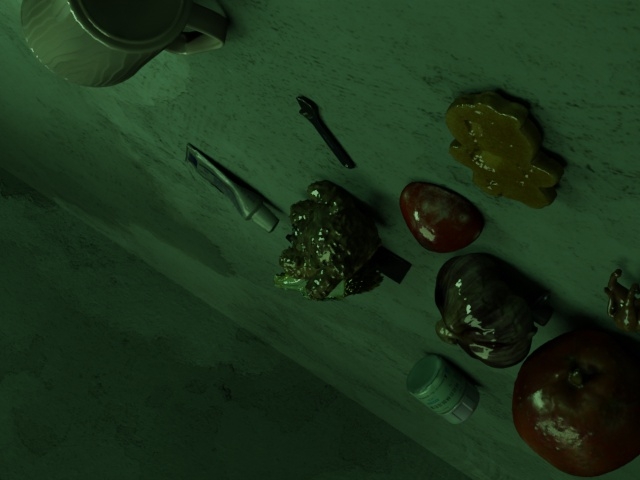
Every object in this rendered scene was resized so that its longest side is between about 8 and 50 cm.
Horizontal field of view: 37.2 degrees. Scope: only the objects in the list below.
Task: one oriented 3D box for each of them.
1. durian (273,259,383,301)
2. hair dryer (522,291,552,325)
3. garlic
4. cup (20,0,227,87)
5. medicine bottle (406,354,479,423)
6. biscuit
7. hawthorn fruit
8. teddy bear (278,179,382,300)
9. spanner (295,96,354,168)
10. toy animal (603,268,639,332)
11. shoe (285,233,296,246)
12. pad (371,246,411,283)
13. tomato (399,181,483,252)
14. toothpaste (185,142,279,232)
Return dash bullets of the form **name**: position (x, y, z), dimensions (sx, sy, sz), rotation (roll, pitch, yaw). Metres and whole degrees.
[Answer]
- **durian**: position (0.026, 0.080, 2.162), dimensions (0.306, 0.166, 0.172), rotation (0, 148, 47)
- **hair dryer**: position (0.424, 0.123, 1.820), dimensions (0.063, 0.037, 0.114), rotation (31, 156, 6)
- **garlic**: position (0.299, 0.143, 1.826), dimensions (0.245, 0.160, 0.245), rotation (59, 168, 21)
- **cup**: position (-0.318, -0.351, 1.529), dimensions (0.288, 0.208, 0.273), rotation (40, 160, -20)
- **medicine bottle**: position (0.338, 0.409, 2.605), dimensions (0.168, 0.135, 0.135), rotation (40, 162, -22)
- **biscuit**: position (0.262, -0.134, 1.378), dimensions (0.184, 0.035, 0.249), rotation (19, 158, 37)
- **hawthorn fruit**: position (0.494, 0.298, 1.784), dimensions (0.275, 0.275, 0.300), rotation (22, 162, 31)
- **teddy bear**: position (-0.009, -0.001, 1.930), dimensions (0.296, 0.246, 0.222), rotation (4, 175, 41)
- **spanner**: position (0.011, -0.192, 1.715), dimensions (0.046, 0.012, 0.208), rotation (17, 157, 40)
- **toy animal**: position (0.577, 0.132, 1.521), dimensions (0.224, 0.066, 0.230), rotation (1, 140, 27)
- **shoe**: position (-0.015, 0.007, 2.272), dimensions (0.179, 0.049, 0.071), rotation (26, -169, -48)
- **pad**: position (0.090, 0.016, 2.168), dimensions (0.245, 0.006, 0.170), rotation (31, 163, 6)
- **tomato**: position (0.201, -0.030, 1.690), dimensions (0.159, 0.091, 0.139), rotation (28, 162, 24)
- **toothpaste**: position (-0.214, -0.121, 2.259), dimensions (0.282, 0.068, 0.099), rotation (42, 133, 3)
